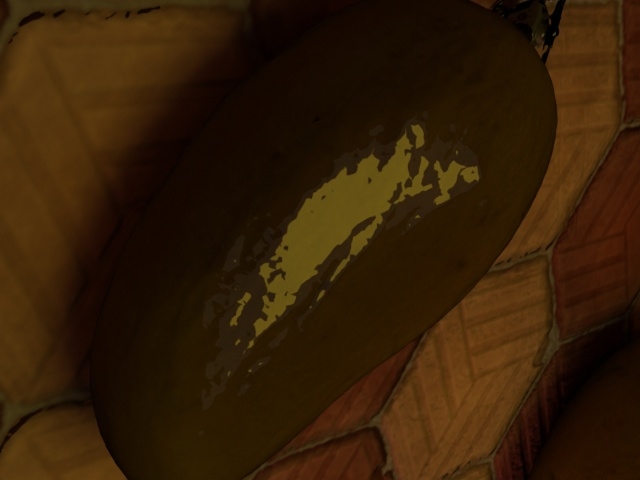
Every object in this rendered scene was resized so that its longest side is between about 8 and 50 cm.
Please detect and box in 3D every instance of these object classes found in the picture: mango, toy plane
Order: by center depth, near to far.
[{"bbox_3d":[-0.001,-0.007,0.568,0.331,0.142,0.195,-42,135,-15],"label":"mango"},{"bbox_3d":[0.145,-0.152,0.704,0.121,0.049,0.031,-64,146,-21],"label":"toy plane"},{"bbox_3d":[0.322,0.247,1.075,0.365,0.182,0.253,-49,145,6],"label":"mango"}]
